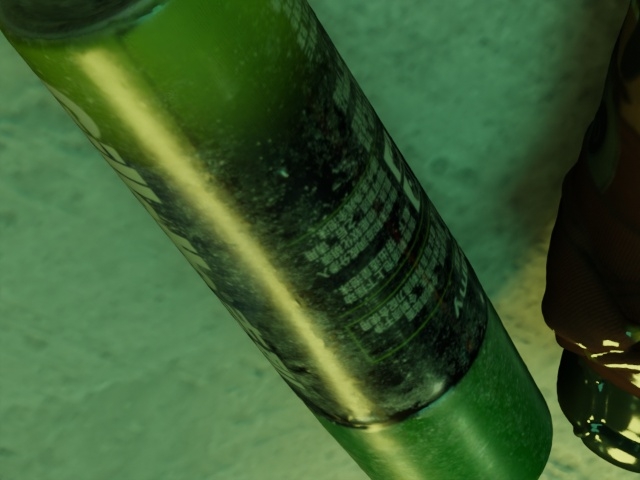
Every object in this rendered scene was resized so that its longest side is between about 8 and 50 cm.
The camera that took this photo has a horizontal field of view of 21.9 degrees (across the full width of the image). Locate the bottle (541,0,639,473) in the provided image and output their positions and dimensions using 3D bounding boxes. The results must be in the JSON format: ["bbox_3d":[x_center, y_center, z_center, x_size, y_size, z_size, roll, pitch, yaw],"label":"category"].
[{"bbox_3d":[0.167,-0.012,0.692,0.156,0.143,0.271,-6,129,-22],"label":"bottle"}]

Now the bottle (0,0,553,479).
[{"bbox_3d":[0.000,0.000,0.650,0.093,0.093,0.330,-34,133,2],"label":"bottle"}]
